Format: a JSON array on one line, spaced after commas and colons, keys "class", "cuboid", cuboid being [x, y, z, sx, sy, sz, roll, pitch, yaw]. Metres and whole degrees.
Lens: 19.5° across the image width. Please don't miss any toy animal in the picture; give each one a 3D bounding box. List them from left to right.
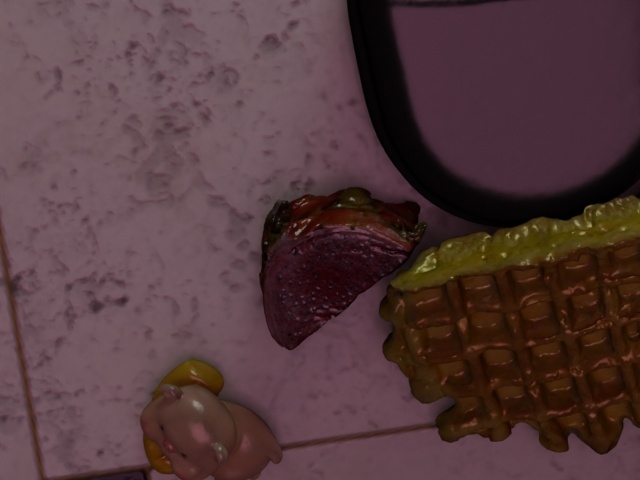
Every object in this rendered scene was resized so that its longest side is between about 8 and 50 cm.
[{"class": "toy animal", "cuboid": [-0.093, 0.158, 1.442, 0.091, 0.082, 0.114, -43, 100, 6]}]

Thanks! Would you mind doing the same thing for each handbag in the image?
[{"class": "handbag", "cuboid": [0.151, -0.160, 1.391, 0.254, 0.093, 0.308, -12, 100, 0]}]

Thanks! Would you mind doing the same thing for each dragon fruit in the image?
[{"class": "dragon fruit", "cuboid": [0.000, 0.000, 1.414, 0.147, 0.102, 0.096, -40, 97, 9]}]

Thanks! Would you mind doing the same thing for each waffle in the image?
[{"class": "waffle", "cuboid": [0.167, 0.085, 1.424, 0.229, 0.057, 0.219, -14, 126, 12]}]

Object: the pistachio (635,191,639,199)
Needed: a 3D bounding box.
[{"class": "pistachio", "cuboid": [0.319, -0.026, 1.422, 0.185, 0.126, 0.108, -13, 58, 3]}]
